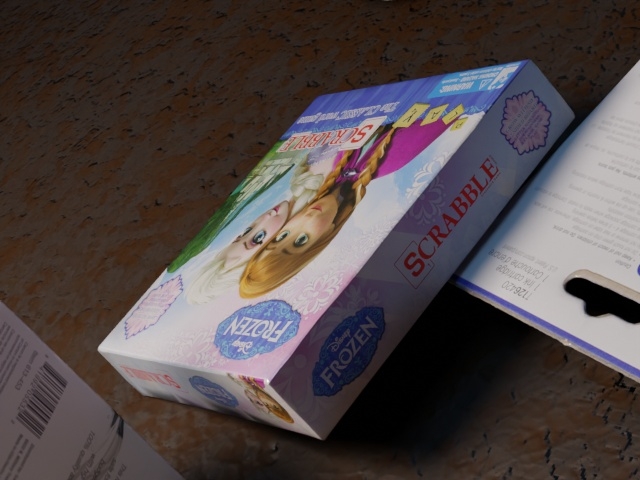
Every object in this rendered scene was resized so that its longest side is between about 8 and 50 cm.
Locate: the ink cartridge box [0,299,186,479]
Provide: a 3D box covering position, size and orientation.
[{"bbox_3d":[-0.219,0.181,0.995,0.100,0.237,0.172,-14,39,37],"label":"ink cartridge box"}]

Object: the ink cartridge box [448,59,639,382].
[{"bbox_3d":[0.275,-0.027,0.939,0.307,0.072,0.303,-49,33,-8],"label":"ink cartridge box"}]

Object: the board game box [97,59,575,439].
[{"bbox_3d":[0.000,0.000,1.121,0.318,0.066,0.319,-51,22,-21],"label":"board game box"}]
